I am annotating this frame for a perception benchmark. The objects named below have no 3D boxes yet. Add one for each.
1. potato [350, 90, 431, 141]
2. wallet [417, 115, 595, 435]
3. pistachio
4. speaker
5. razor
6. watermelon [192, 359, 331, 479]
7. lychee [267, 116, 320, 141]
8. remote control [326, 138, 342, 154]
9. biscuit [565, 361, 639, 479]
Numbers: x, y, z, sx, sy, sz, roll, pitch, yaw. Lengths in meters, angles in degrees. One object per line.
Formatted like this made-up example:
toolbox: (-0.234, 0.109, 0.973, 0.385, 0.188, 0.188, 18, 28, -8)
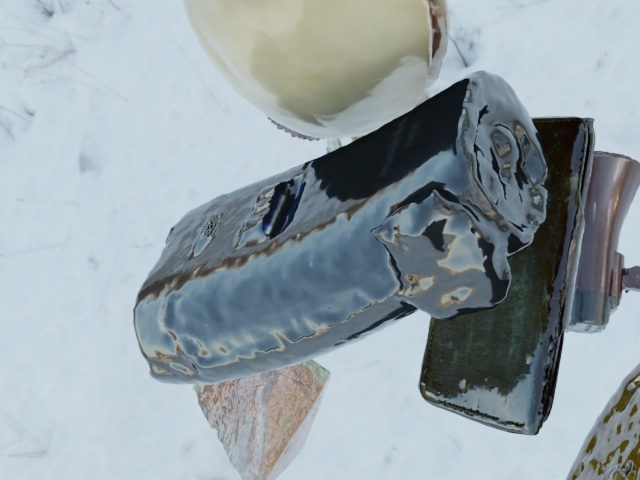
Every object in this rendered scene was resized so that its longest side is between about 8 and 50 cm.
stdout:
potato: (0.131, -0.220, 1.427, 0.178, 0.158, 0.204, 7, 108, 4)
wallet: (0.139, 0.021, 0.575, 0.121, 0.031, 0.232, 8, 86, 49)
pistachio: (0.006, -0.186, 0.584, 0.213, 0.318, 0.194, 30, 82, 25)
speaker: (0.559, 0.015, 1.468, 0.259, 0.198, 0.330, 6, 76, -14)
razor: (0.004, 0.002, 0.570, 0.326, 0.107, 0.189, -22, 33, 35)
watermelon: (-0.076, 0.366, 1.538, 0.283, 0.250, 0.293, -43, 51, 37)
lychee: (-0.015, -0.230, 1.034, 0.188, 0.188, 0.188, -6, 72, 19)
remote control: (0.033, -0.151, 1.491, 0.032, 0.074, 0.122, -8, 33, -7)
biscuit: (0.211, 0.161, 0.403, 0.075, 0.296, 0.296, 26, 84, -2)
